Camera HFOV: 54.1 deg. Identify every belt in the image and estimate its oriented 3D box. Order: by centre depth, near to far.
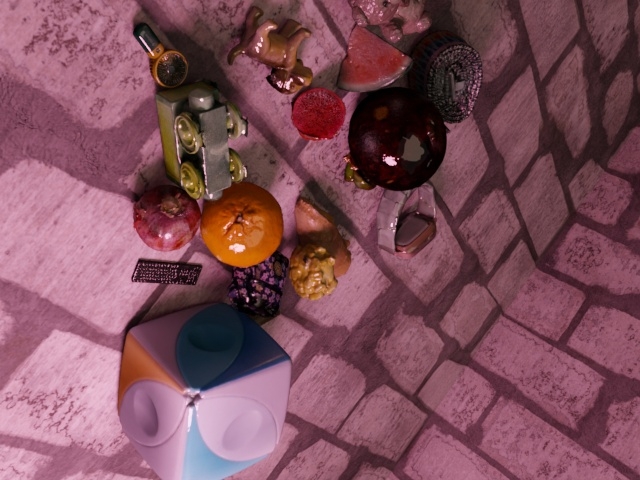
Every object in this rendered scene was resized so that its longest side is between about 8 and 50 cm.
[{"bbox_3d":[0.387,-0.508,1.968,0.206,0.161,0.295,-29,137,-4],"label":"belt"}]

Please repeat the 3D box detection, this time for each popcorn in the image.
[{"bbox_3d":[-0.020,0.085,1.819,0.142,0.173,0.174,16,105,-24],"label":"popcorn"}]

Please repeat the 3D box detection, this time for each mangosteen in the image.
[{"bbox_3d":[0.196,-0.290,1.851,0.306,0.359,0.306,12,74,-49],"label":"mangosteen"}]

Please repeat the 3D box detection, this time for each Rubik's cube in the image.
[{"bbox_3d":[-0.313,0.407,1.685,0.351,0.347,0.352,-9,122,-44],"label":"Rubik's cube"}]

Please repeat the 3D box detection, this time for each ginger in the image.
[{"bbox_3d":[0.000,0.000,1.936,0.189,0.126,0.354,-32,134,-14],"label":"ginger"}]

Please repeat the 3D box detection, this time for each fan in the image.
[{"bbox_3d":[-0.347,-0.399,1.342,0.082,0.039,0.155,-47,140,-13],"label":"fan"}]

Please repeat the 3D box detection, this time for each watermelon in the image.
[{"bbox_3d":[0.151,-0.487,1.740,0.202,0.207,0.136,35,61,-37],"label":"watermelon"}]

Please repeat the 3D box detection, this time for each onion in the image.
[{"bbox_3d":[-0.367,-0.041,1.497,0.159,0.159,0.195,-34,169,-27],"label":"onion"}]

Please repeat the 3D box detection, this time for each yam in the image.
[{"bbox_3d":[-0.185,0.238,1.950,0.132,0.054,0.054,-25,132,-36],"label":"yam"}]

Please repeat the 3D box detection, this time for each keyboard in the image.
[{"bbox_3d":[-0.398,0.086,1.643,0.204,0.013,0.061,9,109,-50],"label":"keyboard"}]

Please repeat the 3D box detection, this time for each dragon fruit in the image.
[{"bbox_3d":[-0.011,-0.331,1.717,0.153,0.153,0.111,-49,175,-11],"label":"dragon fruit"}]

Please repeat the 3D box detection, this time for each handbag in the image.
[{"bbox_3d":[-0.176,0.111,1.763,0.228,0.126,0.208,41,43,-54],"label":"handbag"}]

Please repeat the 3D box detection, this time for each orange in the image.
[{"bbox_3d":[-0.201,-0.041,1.617,0.219,0.193,0.220,-3,108,-10],"label":"orange"}]

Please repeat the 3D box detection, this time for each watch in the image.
[{"bbox_3d":[0.297,-0.094,2.176,0.253,0.161,0.241,-41,132,-21],"label":"watch"}]

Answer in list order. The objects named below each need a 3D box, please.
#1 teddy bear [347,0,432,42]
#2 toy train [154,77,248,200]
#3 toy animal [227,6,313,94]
[{"bbox_3d":[0.188,-0.648,1.667,0.267,0.151,0.236,3,92,-51],"label":"teddy bear"},{"bbox_3d":[-0.273,-0.224,1.426,0.159,0.188,0.272,-27,135,-33],"label":"toy train"},{"bbox_3d":[-0.101,-0.455,1.517,0.233,0.121,0.169,17,113,-48],"label":"toy animal"}]
